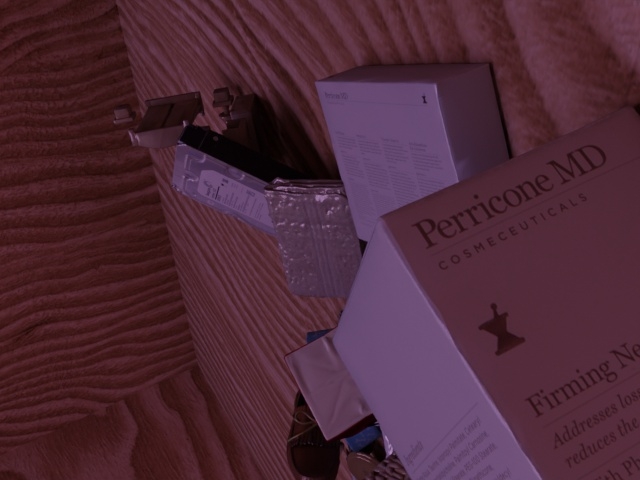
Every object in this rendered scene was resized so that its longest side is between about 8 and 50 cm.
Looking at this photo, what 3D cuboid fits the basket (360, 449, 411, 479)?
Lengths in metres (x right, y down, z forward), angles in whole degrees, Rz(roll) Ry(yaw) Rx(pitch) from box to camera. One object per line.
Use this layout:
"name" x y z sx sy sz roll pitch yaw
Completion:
"basket" 0.201 0.600 1.549 0.331 0.266 0.328 61 161 -15

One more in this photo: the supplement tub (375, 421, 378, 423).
"supplement tub" 0.127 0.345 1.893 0.107 0.071 0.071 68 161 0

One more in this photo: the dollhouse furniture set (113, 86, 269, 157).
"dollhouse furniture set" -0.311 -0.205 1.963 0.303 0.356 0.173 -86 -14 -61

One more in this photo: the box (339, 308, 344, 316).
"box" 0.164 0.243 1.487 0.293 0.073 0.295 59 -172 16

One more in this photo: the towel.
"towel" 0.000 0.000 1.708 0.187 0.049 0.282 4 126 22

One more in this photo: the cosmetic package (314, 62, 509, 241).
"cosmetic package" 0.140 -0.116 1.291 0.377 0.098 0.284 23 135 63

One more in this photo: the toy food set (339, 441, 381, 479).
"toy food set" 0.121 0.570 2.152 0.192 0.038 0.132 31 138 15

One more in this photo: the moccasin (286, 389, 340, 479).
"moccasin" -0.005 0.442 2.110 0.380 0.139 0.146 -76 -9 -54

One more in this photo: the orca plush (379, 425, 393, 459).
"orca plush" 0.175 0.444 1.831 0.287 0.151 0.102 50 -164 5

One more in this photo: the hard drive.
"hard drive" -0.145 -0.105 1.806 0.339 0.064 0.237 26 156 -3

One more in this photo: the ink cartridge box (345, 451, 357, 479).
"ink cartridge box" 0.117 0.678 2.379 0.179 0.045 0.145 -110 6 -63

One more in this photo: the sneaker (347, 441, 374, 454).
"sneaker" 0.091 0.470 2.162 0.192 0.064 0.086 83 170 -49

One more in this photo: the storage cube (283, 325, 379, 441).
"storage cube" 0.065 0.268 1.697 0.214 0.184 0.193 61 -173 15

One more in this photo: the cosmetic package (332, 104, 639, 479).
"cosmetic package" 0.260 0.145 0.911 0.393 0.330 0.327 59 160 21

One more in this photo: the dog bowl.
"dog bowl" 0.060 0.335 1.979 0.166 0.074 0.297 -18 -96 -81
